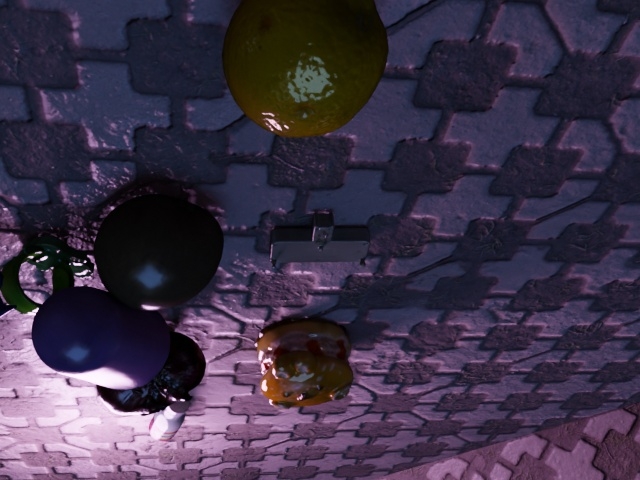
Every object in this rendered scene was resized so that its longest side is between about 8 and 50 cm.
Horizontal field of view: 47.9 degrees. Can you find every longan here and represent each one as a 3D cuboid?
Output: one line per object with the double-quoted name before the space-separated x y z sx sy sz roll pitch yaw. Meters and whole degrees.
"longan" -0.310 0.018 1.398 0.248 0.248 0.248 -4 145 -3

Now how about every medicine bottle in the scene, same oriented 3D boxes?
"medicine bottle" -0.467 0.546 2.234 0.091 0.090 0.216 10 142 -21

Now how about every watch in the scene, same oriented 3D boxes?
"watch" -0.563 0.081 1.494 0.131 0.152 0.165 -19 137 35

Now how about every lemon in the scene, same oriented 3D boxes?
"lemon" -0.020 -0.269 1.018 0.229 0.228 0.253 9 146 -20

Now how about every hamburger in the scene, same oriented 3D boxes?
"hamburger" -0.042 0.334 1.913 0.261 0.186 0.302 -6 143 -1

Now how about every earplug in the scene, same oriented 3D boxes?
"earplug" -0.460 0.203 1.504 0.215 0.215 0.456 -4 168 -2

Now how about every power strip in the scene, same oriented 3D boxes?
"power strip" 0.000 0.000 1.548 0.216 0.061 0.145 -2 146 -7

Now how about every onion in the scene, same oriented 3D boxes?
"onion" -0.425 0.324 1.824 0.281 0.221 0.281 -15 174 -1

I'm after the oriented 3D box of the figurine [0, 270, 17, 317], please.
"figurine" -0.688 0.052 1.376 0.121 0.262 0.164 -29 170 -44
